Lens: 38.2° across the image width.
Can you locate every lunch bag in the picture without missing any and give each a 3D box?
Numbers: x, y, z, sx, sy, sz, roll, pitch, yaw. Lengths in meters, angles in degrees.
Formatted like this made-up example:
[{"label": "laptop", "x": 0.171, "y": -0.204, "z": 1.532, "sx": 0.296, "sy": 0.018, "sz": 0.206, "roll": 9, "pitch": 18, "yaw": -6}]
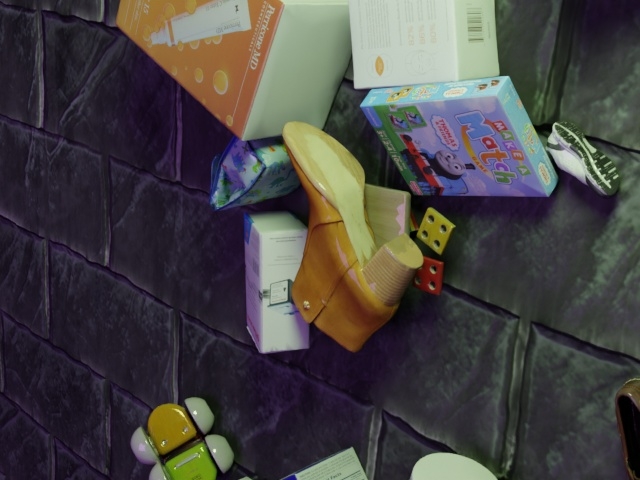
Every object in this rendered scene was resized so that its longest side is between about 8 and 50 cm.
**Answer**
[{"label": "lunch bag", "x": -0.091, "y": -0.106, "z": 1.413, "sx": 0.096, "sy": 0.128, "sz": 0.151, "roll": 57, "pitch": 136, "yaw": 21}]

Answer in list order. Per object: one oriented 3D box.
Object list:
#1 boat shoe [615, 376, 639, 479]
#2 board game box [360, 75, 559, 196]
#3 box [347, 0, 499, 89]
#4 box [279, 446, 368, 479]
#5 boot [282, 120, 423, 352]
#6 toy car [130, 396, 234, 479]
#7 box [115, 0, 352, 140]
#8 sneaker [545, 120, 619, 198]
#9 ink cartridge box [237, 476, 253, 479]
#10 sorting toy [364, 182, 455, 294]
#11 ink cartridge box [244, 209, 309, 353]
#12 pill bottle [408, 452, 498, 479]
[{"label": "boat shoe", "x": 0.381, "y": 0.260, "z": 1.060, "sx": 0.073, "sy": 0.073, "sz": 0.207, "roll": -16, "pitch": 90, "yaw": 46}, {"label": "board game box", "x": 0.169, "y": -0.123, "z": 1.143, "sx": 0.211, "sy": 0.039, "sz": 0.160, "roll": 3, "pitch": 137, "yaw": 46}, {"label": "box", "x": 0.128, "y": -0.263, "z": 1.169, "sx": 0.170, "sy": 0.091, "sz": 0.130, "roll": 6, "pitch": 106, "yaw": 45}, {"label": "box", "x": 0.015, "y": 0.414, "z": 1.446, "sx": 0.072, "sy": 0.126, "sz": 0.137, "roll": -38, "pitch": 73, "yaw": 47}, {"label": "boot", "x": 0.001, "y": 0.000, "z": 1.296, "sx": 0.295, "sy": 0.104, "sz": 0.211, "roll": 52, "pitch": 132, "yaw": 18}, {"label": "toy car", "x": -0.255, "y": 0.395, "z": 1.731, "sx": 0.182, "sy": 0.159, "sz": 0.136, "roll": 58, "pitch": 169, "yaw": 17}, {"label": "box", "x": -0.127, "y": -0.333, "z": 1.361, "sx": 0.345, "sy": 0.168, "sz": 0.215, "roll": 43, "pitch": 128, "yaw": 30}, {"label": "sneaker", "x": 0.305, "y": -0.089, "z": 1.076, "sx": 0.109, "sy": 0.040, "sz": 0.044, "roll": 57, "pitch": 151, "yaw": 24}, {"label": "ink cartridge box", "x": -0.075, "y": 0.577, "z": 1.581, "sx": 0.307, "sy": 0.129, "sz": 0.223, "roll": 17, "pitch": 113, "yaw": 43}, {"label": "sorting toy", "x": 0.090, "y": -0.014, "z": 1.309, "sx": 0.274, "sy": 0.046, "sz": 0.132, "roll": 16, "pitch": 112, "yaw": 44}, {"label": "ink cartridge box", "x": -0.069, "y": 0.061, "z": 1.434, "sx": 0.139, "sy": 0.082, "sz": 0.191, "roll": -134, "pitch": 41, "yaw": -69}, {"label": "pill bottle", "x": 0.150, "y": 0.460, "z": 1.276, "sx": 0.181, "sy": 0.181, "sz": 0.323, "roll": 33, "pitch": 123, "yaw": 36}]
